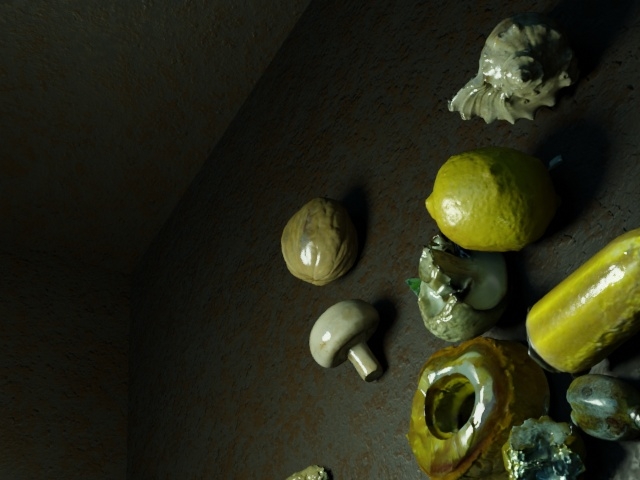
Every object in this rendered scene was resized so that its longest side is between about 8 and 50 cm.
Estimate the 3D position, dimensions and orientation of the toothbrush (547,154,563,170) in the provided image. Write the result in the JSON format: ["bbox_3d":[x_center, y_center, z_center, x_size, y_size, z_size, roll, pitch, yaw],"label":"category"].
[{"bbox_3d":[0.458,-0.126,1.845,0.219,0.016,0.019,-42,39,43],"label":"toothbrush"}]

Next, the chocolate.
[{"bbox_3d":[0.507,0.082,1.371,0.445,0.162,0.162,118,156,-56],"label":"chocolate"}]

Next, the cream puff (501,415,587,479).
[{"bbox_3d":[0.412,0.402,1.503,0.156,0.156,0.121,-64,-8,14],"label":"cream puff"}]

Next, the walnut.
[{"bbox_3d":[0.000,0.000,2.386,0.225,0.225,0.261,-33,41,49],"label":"walnut"}]

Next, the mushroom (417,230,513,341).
[{"bbox_3d":[0.309,0.113,1.806,0.267,0.190,0.164,-108,28,-48],"label":"mushroom"}]

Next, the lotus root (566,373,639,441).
[{"bbox_3d":[0.506,0.292,1.433,0.192,0.088,0.113,178,82,-66],"label":"lotus root"}]

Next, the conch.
[{"bbox_3d":[0.435,-0.366,1.849,0.297,0.210,0.352,-37,-3,24],"label":"conch"}]

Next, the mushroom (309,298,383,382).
[{"bbox_3d":[0.083,0.266,2.136,0.215,0.207,0.207,52,125,20],"label":"mushroom"}]

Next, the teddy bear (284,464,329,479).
[{"bbox_3d":[-0.071,0.738,2.138,0.267,0.156,0.256,-58,33,22],"label":"teddy bear"}]

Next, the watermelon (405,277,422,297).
[{"bbox_3d":[0.284,0.143,1.972,0.101,0.080,0.155,-28,36,4],"label":"watermelon"}]

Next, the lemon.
[{"bbox_3d":[0.362,-0.087,1.750,0.288,0.233,0.233,-2,69,26],"label":"lemon"}]

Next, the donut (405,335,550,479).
[{"bbox_3d":[0.306,0.345,1.690,0.330,0.160,0.330,-43,35,42],"label":"donut"}]
